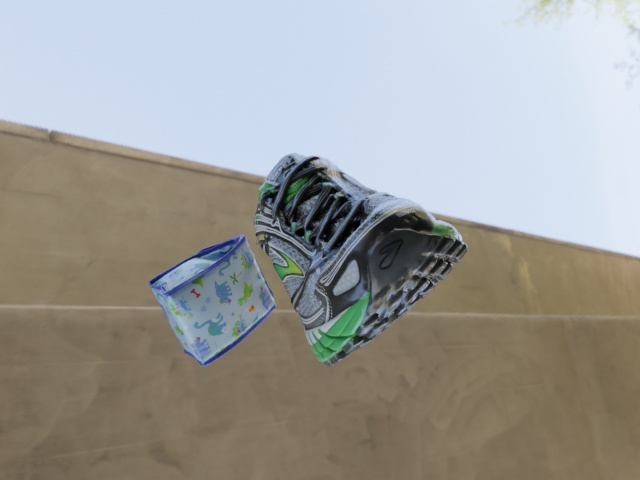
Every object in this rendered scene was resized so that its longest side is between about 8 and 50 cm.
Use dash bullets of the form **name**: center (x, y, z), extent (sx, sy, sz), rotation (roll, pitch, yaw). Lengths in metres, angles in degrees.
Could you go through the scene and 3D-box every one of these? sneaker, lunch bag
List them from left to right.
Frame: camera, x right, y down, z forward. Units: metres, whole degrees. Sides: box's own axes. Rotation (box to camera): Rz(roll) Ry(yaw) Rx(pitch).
- **lunch bag**: center (-0.147, 0.080, 0.900), extent (0.151, 0.096, 0.128), rotation (-33, -64, -24)
- **sneaker**: center (0.000, 0.000, 0.527), extent (0.134, 0.343, 0.146), rotation (-40, -80, -9)
